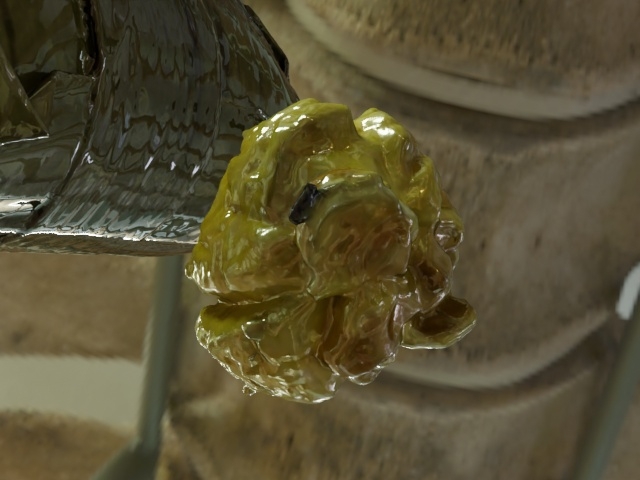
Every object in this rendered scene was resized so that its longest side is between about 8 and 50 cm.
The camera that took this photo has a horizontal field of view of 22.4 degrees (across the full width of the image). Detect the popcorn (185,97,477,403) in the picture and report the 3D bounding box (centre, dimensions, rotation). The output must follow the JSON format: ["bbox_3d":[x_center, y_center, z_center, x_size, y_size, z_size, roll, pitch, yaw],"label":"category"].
[{"bbox_3d":[0.000,0.000,0.430,0.084,0.084,0.084,7,-52,9],"label":"popcorn"}]

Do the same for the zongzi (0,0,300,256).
[{"bbox_3d":[-0.147,-0.129,0.621,0.138,0.286,0.300,-38,-104,19],"label":"zongzi"}]
